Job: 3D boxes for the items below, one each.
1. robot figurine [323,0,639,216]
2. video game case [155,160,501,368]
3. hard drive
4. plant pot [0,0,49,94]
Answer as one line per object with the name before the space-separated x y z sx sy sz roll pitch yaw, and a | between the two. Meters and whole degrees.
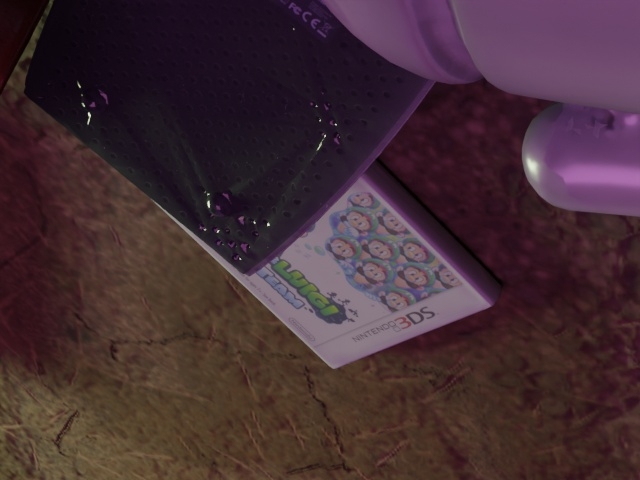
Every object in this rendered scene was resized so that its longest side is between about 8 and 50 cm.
robot figurine | 0.130 -0.137 0.567 0.353 0.200 0.300 12 118 22
video game case | 0.000 0.000 0.963 0.157 0.019 0.143 44 141 -17
hard drive | -0.032 -0.103 0.822 0.172 0.054 0.255 39 139 -2
plant pot | -0.285 -0.100 0.813 0.265 0.272 0.272 28 144 -12
